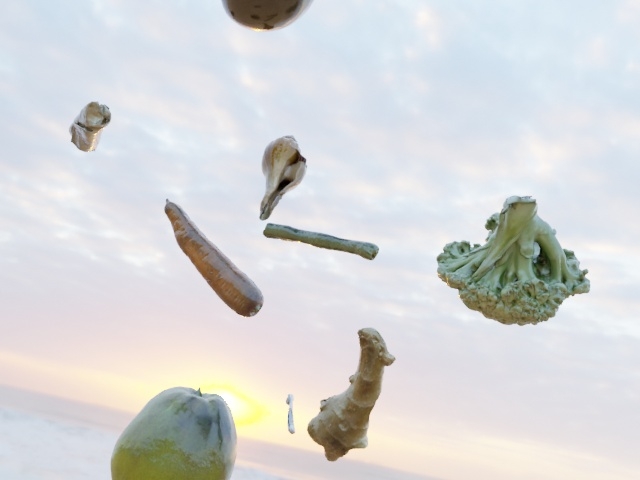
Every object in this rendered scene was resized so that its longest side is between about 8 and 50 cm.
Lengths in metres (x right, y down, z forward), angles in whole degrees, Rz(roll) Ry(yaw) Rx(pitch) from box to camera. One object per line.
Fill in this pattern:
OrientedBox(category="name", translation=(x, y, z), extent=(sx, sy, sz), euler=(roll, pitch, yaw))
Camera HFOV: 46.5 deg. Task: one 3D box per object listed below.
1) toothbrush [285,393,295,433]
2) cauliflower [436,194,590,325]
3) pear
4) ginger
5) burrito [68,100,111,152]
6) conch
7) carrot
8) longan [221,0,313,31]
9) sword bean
OrientedBox(category="toothbrush", translation=(-0.084, 0.478, 2.058), extent=(0.024, 0.026, 0.288), euler=(33, 3, -7))
OrientedBox(category="cauliflower", translation=(0.421, 0.039, 1.610), extent=(0.326, 0.281, 0.260), euler=(11, 8, 2))
OrientedBox(category="pear", translation=(-0.320, 0.478, 1.641), extent=(0.268, 0.322, 0.269), euler=(23, -7, 3))
OrientedBox(category="ginger", translation=(0.064, 0.312, 1.523), extent=(0.131, 0.295, 0.086), euler=(20, 11, 18))
OrientedBox(category="burrito", translation=(-0.525, -0.258, 1.694), extent=(0.087, 0.060, 0.226), euler=(59, -28, -6))
OrientedBox(category="conch", translation=(-0.097, -0.148, 1.753), extent=(0.109, 0.331, 0.093), euler=(21, -42, -9))
OrientedBox(category="carrot", translation=(-0.177, 0.027, 1.178), extent=(0.248, 0.059, 0.059), euler=(47, -6, 18))
OrientedBox(category="longan", translation=(-0.098, -0.502, 1.413), extent=(0.196, 0.220, 0.197), euler=(3, -41, 3))
OrientedBox(category="sword bean", translation=(0.001, 0.000, 1.494), extent=(0.269, 0.038, 0.043), euler=(12, 23, 33))
